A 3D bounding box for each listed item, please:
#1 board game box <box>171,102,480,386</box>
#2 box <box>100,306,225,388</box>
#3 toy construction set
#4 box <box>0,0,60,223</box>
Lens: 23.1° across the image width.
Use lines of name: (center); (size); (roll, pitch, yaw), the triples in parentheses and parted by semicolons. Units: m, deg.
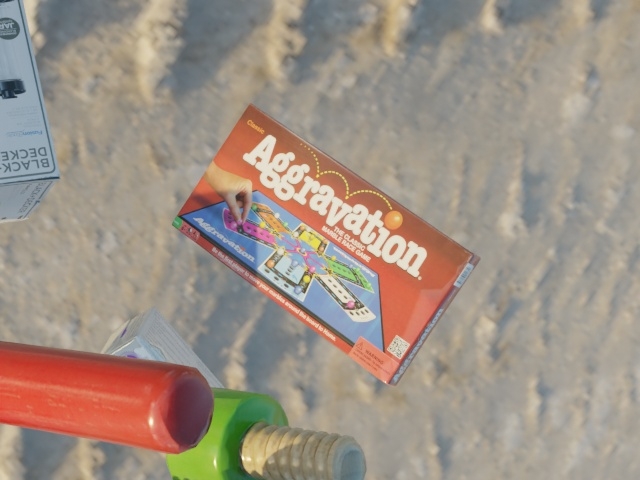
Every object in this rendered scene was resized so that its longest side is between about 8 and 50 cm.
board game box: (0.000, 0.000, 1.484); (0.145, 0.281, 0.027); (-56, 155, 3)
box: (-0.105, 0.215, 1.653); (0.063, 0.067, 0.324); (-31, 108, 25)
toy construction set: (-0.113, 0.177, 0.498); (0.257, 0.237, 0.309); (-7, 99, -51)
box: (-0.389, -0.177, 1.806); (0.087, 0.290, 0.169); (-9, 169, -27)
